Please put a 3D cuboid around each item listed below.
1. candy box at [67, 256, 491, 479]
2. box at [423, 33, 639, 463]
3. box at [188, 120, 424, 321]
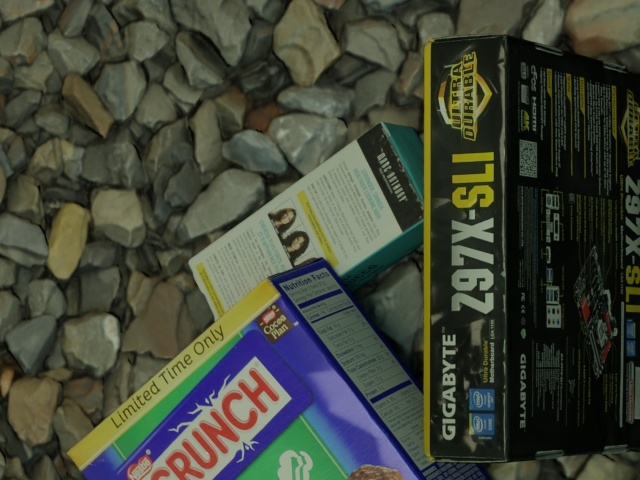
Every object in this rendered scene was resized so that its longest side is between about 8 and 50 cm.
[{"bbox_3d":[-0.019,0.221,1.729,0.268,0.122,0.317,-42,78,23],"label":"candy box"},{"bbox_3d":[0.176,0.011,1.571,0.079,0.257,0.322,-2,87,32],"label":"box"},{"bbox_3d":[0.000,0.000,1.799,0.244,0.060,0.100,-34,71,26],"label":"box"}]
